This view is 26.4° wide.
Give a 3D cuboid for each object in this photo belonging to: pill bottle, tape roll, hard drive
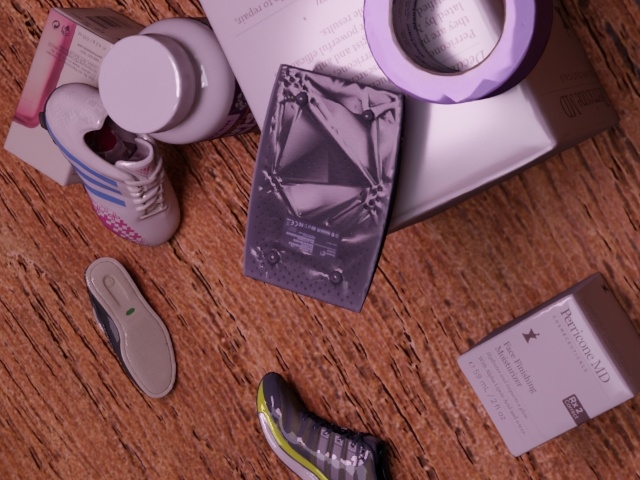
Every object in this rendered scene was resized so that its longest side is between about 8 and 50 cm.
[{"bbox_3d":[-0.163,-0.217,1.840,0.169,0.301,0.169,5,101,26],"label":"pill bottle"},{"bbox_3d":[0.146,-0.240,1.444,0.189,0.080,0.189,4,101,23],"label":"tape roll"},{"bbox_3d":[0.008,-0.061,1.551,0.172,0.054,0.254,17,106,22],"label":"hard drive"}]

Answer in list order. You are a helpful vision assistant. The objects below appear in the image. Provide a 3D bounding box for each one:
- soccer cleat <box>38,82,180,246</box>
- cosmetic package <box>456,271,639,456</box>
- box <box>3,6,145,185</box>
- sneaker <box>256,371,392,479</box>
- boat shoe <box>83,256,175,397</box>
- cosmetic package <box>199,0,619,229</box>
[{"bbox_3d":[-0.270,-0.089,1.924,0.143,0.331,0.116,18,65,37],"label":"soccer cleat"},{"bbox_3d":[0.307,0.158,1.759,0.184,0.151,0.151,-34,85,27],"label":"cosmetic package"},{"bbox_3d":[-0.347,-0.215,2.018,0.127,0.148,0.232,31,111,19],"label":"box"},{"bbox_3d":[0.024,0.301,1.964,0.121,0.111,0.300,-41,86,16],"label":"sneaker"},{"bbox_3d":[-0.294,0.134,2.108,0.233,0.084,0.079,63,156,-4],"label":"boat shoe"},{"bbox_3d":[0.110,-0.237,1.687,0.327,0.329,0.393,-27,87,26],"label":"cosmetic package"}]
